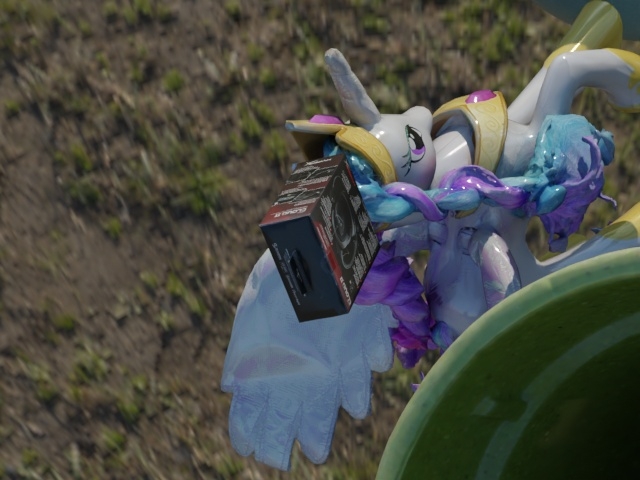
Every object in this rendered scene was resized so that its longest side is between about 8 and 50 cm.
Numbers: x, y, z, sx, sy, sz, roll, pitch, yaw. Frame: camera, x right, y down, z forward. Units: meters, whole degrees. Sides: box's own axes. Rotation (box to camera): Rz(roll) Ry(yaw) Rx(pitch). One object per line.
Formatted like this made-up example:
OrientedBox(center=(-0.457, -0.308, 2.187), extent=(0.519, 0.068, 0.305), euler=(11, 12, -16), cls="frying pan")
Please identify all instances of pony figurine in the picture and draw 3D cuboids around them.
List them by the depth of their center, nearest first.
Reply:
OrientedBox(center=(0.100, 0.020, 1.222), extent=(0.302, 0.351, 0.363), euler=(20, 27, 39), cls="pony figurine")

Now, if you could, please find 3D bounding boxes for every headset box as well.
OrientedBox(center=(0.000, 0.000, 0.972), extent=(0.032, 0.062, 0.083), euler=(-12, 25, 24), cls="headset box")

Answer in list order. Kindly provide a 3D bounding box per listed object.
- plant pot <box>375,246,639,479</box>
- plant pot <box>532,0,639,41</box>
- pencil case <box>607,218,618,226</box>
OrientedBox(center=(0.197, 0.140, 0.731), extent=(0.276, 0.254, 0.276), euler=(-1, 88, 34), cls="plant pot")
OrientedBox(center=(0.267, -0.340, 1.781), extent=(0.195, 0.290, 0.290), euler=(-7, 64, -43), cls="plant pot")
OrientedBox(center=(0.306, 0.056, 1.758), extent=(0.064, 0.070, 0.152), euler=(2, 95, -9), cls="pencil case")
